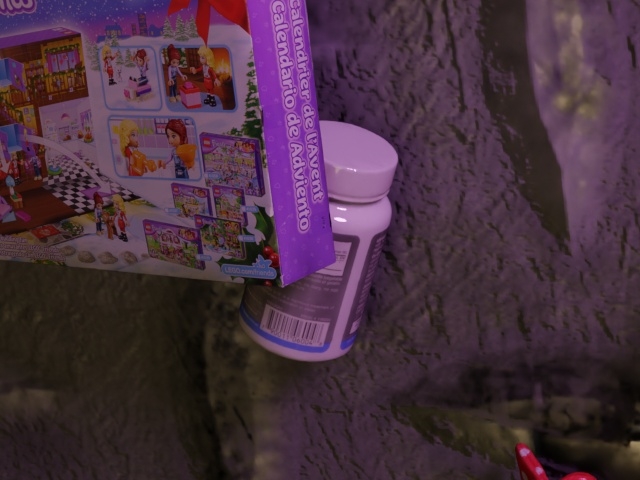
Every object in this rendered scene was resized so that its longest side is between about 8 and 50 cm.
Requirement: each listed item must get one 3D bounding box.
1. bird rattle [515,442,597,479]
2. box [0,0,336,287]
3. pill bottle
[{"bbox_3d":[0.224,0.214,1.095,0.253,0.143,0.207,-26,115,32],"label":"bird rattle"},{"bbox_3d":[-0.131,-0.083,1.111,0.293,0.057,0.201,5,109,37],"label":"box"},{"bbox_3d":[0.000,0.000,1.125,0.078,0.078,0.137,23,117,13],"label":"pill bottle"}]
